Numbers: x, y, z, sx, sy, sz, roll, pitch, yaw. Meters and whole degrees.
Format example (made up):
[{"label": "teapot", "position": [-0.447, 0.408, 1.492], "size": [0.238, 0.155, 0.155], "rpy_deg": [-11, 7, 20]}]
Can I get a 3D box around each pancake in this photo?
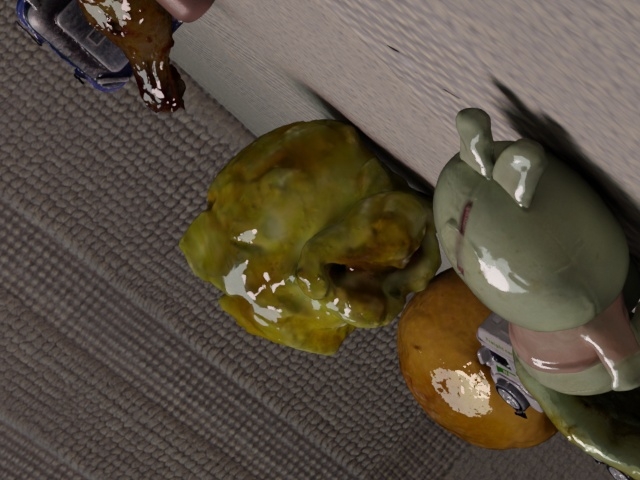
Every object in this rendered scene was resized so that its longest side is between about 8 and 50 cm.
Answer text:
[{"label": "pancake", "position": [0.246, 0.118, 1.254], "size": [0.253, 0.037, 0.253], "rpy_deg": [22, -156, -10]}]

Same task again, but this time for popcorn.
[{"label": "popcorn", "position": [0.000, 0.004, 1.913], "size": [0.276, 0.225, 0.276], "rpy_deg": [23, 128, 32]}]

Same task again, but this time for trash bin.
[{"label": "trash bin", "position": [-0.274, -0.300, 1.955], "size": [0.184, 0.162, 0.234], "rpy_deg": [42, -176, -33]}]

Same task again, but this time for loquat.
[{"label": "loquat", "position": [0.190, 0.132, 1.932], "size": [0.238, 0.193, 0.238], "rpy_deg": [33, -177, -2]}]

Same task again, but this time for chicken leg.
[{"label": "chicken leg", "position": [-0.240, -0.267, 1.760], "size": [0.322, 0.083, 0.177], "rpy_deg": [39, 141, -6]}]

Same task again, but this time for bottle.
[{"label": "bottle", "position": [-0.165, -0.274, 1.672], "size": [0.140, 0.053, 0.053], "rpy_deg": [41, 179, -28]}]

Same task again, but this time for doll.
[{"label": "doll", "position": [0.146, 0.021, 1.096], "size": [0.155, 0.113, 0.275], "rpy_deg": [44, -178, 40]}]

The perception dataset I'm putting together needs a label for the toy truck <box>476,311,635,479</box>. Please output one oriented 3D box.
[{"label": "toy truck", "position": [0.252, 0.125, 1.509], "size": [0.253, 0.114, 0.124], "rpy_deg": [31, 160, 43]}]
